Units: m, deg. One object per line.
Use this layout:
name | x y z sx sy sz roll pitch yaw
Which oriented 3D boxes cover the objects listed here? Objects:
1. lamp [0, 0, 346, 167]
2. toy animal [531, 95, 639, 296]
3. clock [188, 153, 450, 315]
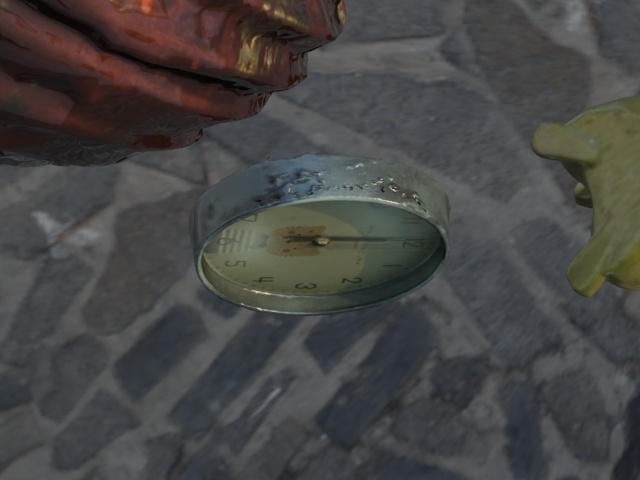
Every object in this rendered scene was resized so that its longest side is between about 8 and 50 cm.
lamp | -0.098 -0.110 0.377 0.247 0.247 0.246 2 97 16
toy animal | 0.344 -0.011 1.488 0.180 0.363 0.181 -31 58 22
clock | 0.000 0.000 1.372 0.226 0.226 0.049 -13 61 17
